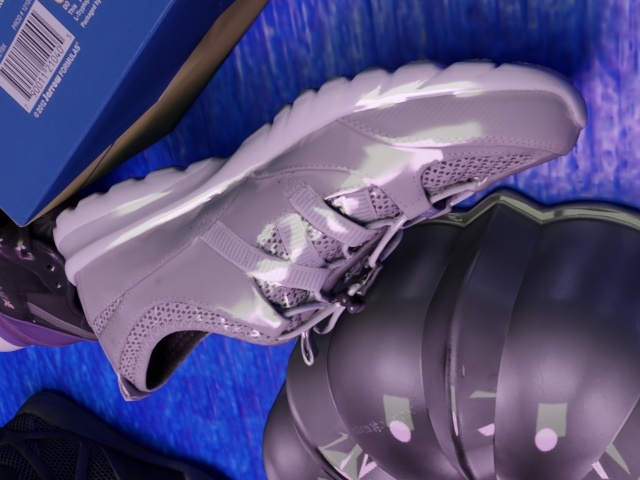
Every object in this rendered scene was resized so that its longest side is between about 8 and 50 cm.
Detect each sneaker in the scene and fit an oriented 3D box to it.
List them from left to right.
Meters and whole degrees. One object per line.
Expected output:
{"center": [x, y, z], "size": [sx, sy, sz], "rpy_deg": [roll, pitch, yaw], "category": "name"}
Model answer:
{"center": [-0.193, -0.023, 0.521], "size": [0.124, 0.107, 0.283], "rpy_deg": [-1, 152, 20], "category": "sneaker"}
{"center": [-0.159, 0.209, 0.660], "size": [0.228, 0.130, 0.087], "rpy_deg": [26, 127, 11], "category": "sneaker"}
{"center": [0.000, 0.000, 0.445], "size": [0.281, 0.105, 0.115], "rpy_deg": [-21, 79, 27], "category": "sneaker"}

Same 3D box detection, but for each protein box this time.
{"center": [-0.136, -0.158, 0.437], "size": [0.201, 0.136, 0.200], "rpy_deg": [45, 128, -1], "category": "protein box"}

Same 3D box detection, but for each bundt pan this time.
{"center": [0.107, 0.145, 0.487], "size": [0.331, 0.124, 0.330], "rpy_deg": [12, 120, 22], "category": "bundt pan"}
